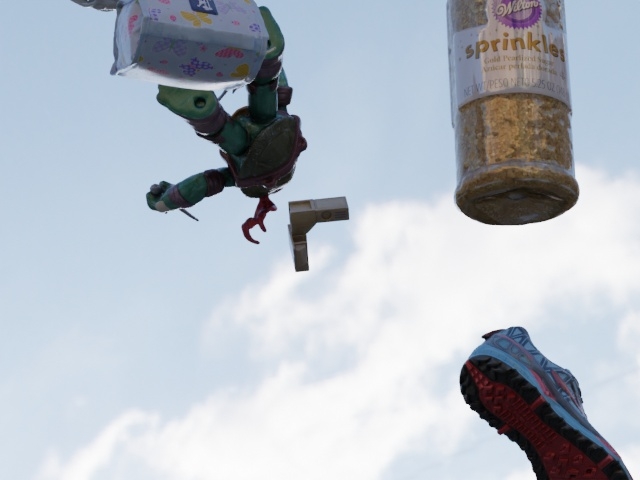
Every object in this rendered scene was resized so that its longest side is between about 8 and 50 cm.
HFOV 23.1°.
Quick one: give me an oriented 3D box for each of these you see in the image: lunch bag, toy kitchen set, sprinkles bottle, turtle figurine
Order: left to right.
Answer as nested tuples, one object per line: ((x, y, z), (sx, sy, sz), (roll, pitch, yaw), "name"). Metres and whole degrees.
((-0.070, -0.109, 0.841), (0.071, 0.083, 0.053), (5, -89, -17), "lunch bag")
((-0.068, -0.095, 1.338), (0.118, 0.175, 0.234), (24, -20, 13), "turtle figurine")
((0.000, 0.000, 1.931), (0.075, 0.068, 0.083), (-6, -62, -4), "toy kitchen set")
((0.182, -0.196, 1.528), (0.121, 0.355, 0.121), (-1, -21, 0), "sprinkles bottle")

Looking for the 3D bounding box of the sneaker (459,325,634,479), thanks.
((0.277, 0.199, 1.772), (0.104, 0.125, 0.262), (-34, -80, 39), "sneaker")

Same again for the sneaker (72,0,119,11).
((-0.187, -0.247, 1.327), (0.110, 0.292, 0.118), (33, -72, 10), "sneaker")
